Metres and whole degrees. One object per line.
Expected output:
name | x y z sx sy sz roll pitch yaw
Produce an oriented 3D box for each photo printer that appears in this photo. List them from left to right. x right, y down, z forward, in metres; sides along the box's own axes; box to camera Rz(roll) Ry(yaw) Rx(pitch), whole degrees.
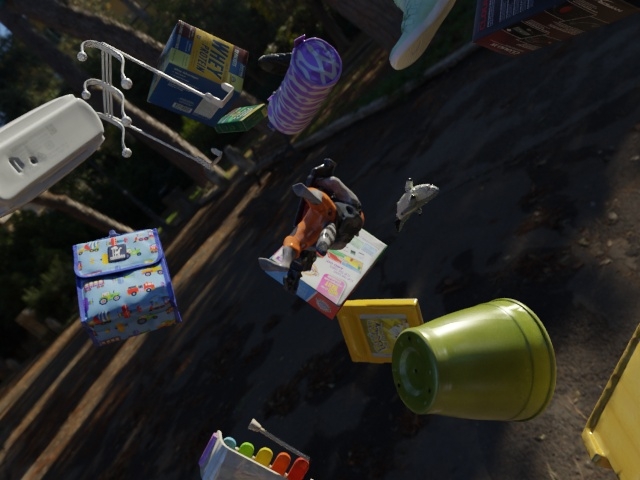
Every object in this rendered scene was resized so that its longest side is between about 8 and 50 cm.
photo printer | -0.528 -0.101 0.905 0.307 0.107 0.256 -17 28 31

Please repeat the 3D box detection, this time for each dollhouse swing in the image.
dollhouse swing | 0.778 0.385 1.196 0.305 0.314 0.347 -113 39 -69

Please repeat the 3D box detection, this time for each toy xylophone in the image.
toy xylophone | -0.158 0.618 1.519 0.236 0.322 0.081 -53 3 3

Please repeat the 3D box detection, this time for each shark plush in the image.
shark plush | 0.224 -0.072 1.377 0.073 0.067 0.161 -99 28 -56

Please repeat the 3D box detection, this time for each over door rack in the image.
over door rack | -0.373 -0.280 1.257 0.240 0.324 0.108 119 166 -55

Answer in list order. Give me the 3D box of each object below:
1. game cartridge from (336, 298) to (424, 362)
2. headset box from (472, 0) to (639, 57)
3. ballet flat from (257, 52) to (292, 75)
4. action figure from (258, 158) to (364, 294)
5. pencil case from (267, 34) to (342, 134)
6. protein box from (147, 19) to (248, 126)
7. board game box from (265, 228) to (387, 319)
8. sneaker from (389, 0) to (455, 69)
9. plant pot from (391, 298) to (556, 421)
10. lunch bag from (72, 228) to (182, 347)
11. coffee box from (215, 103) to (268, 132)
game cartridge | 0.235 0.347 2.122 0.323 0.286 0.053 -5 29 26
headset box | 0.377 -0.448 0.931 0.293 0.110 0.218 5 87 65
ballet flat | -0.070 -0.430 1.351 0.173 0.057 0.049 4 63 22
action figure | 0.000 0.000 1.282 0.330 0.178 0.342 -20 -52 -61
pencil case | -0.032 -0.252 0.944 0.086 0.088 0.206 -35 1 -23
protein box | -0.329 -0.437 1.512 0.201 0.199 0.136 -30 49 54
board game box | 0.023 0.052 1.671 0.316 0.242 0.064 -46 -13 -43
sneaker | 0.201 -0.531 1.349 0.256 0.151 0.094 -55 -14 -10
plant pot | 0.412 0.360 1.638 0.366 0.352 0.367 180 90 -66
lunch bag | -0.510 0.095 1.470 0.220 0.293 0.138 -15 -34 -15
coffee box | -0.262 -0.402 1.863 0.113 0.040 0.184 -43 31 -27
